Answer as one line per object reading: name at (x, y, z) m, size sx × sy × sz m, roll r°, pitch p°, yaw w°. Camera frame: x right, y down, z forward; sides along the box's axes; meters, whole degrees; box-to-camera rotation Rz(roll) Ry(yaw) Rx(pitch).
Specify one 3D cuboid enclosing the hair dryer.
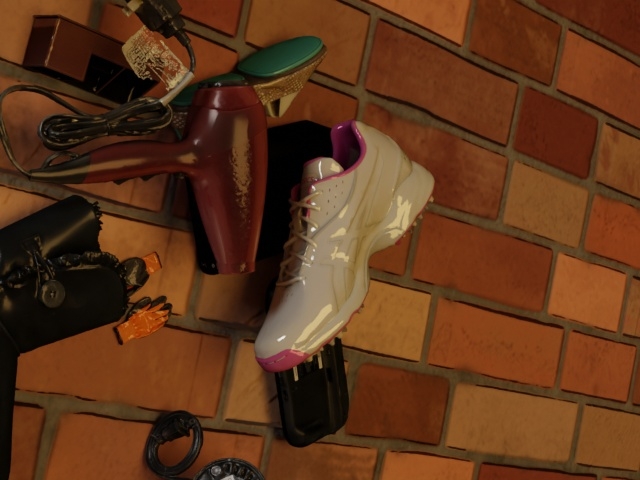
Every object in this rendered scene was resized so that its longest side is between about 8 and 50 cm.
hair dryer at (-0.151, -0.082, 1.230) m, size 0.223 × 0.080 × 0.293 m, roll -46°, pitch 111°, yaw -13°

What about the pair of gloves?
pair of gloves at (-0.185, 0.058, 1.310) m, size 0.074 × 0.010 × 0.083 m, roll -28°, pitch 112°, yaw -38°

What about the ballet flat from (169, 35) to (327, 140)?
ballet flat at (-0.074, -0.152, 1.358) m, size 0.206 × 0.073 × 0.067 m, roll -28°, pitch 126°, yaw -29°

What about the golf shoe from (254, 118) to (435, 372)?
golf shoe at (0.000, 0.000, 1.366) m, size 0.140 × 0.115 × 0.306 m, roll 48°, pitch 55°, yaw -22°

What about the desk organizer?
desk organizer at (-0.215, -0.169, 1.233) m, size 0.130 × 0.047 × 0.050 m, roll 19°, pitch 84°, yaw -42°

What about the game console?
game console at (-0.036, 0.055, 1.427) m, size 0.213 × 0.044 × 0.361 m, roll -18°, pitch 105°, yaw -40°

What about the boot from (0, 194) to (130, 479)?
boot at (-0.264, 0.097, 1.181) m, size 0.207 × 0.094 × 0.247 m, roll -19°, pitch 101°, yaw -36°

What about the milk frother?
milk frother at (-0.110, 0.260, 1.351) m, size 0.135 × 0.129 × 0.143 m, roll 77°, pitch 6°, yaw -64°
